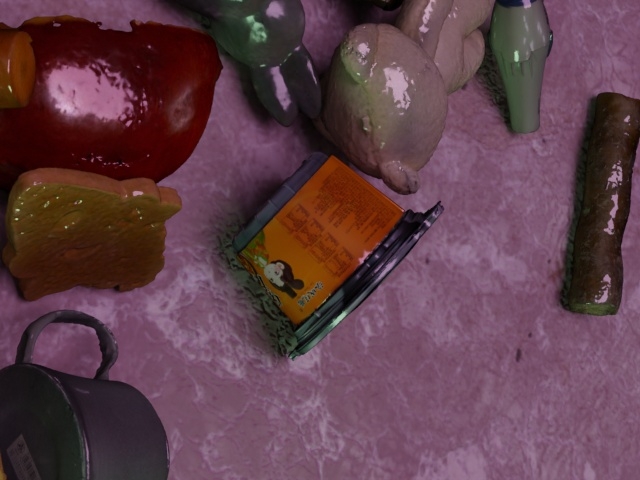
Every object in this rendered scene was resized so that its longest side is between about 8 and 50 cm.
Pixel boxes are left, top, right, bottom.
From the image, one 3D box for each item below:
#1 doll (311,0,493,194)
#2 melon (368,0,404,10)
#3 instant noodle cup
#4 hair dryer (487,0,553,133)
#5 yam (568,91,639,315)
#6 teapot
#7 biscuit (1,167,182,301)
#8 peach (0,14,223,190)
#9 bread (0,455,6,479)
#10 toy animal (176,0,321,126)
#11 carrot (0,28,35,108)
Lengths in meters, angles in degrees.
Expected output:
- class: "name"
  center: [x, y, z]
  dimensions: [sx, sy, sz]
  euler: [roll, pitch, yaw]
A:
- class: "doll"
  center: [0.084, -0.168, 1.823]
  dimensions: [0.278, 0.149, 0.175]
  euler: [-44, 116, -48]
- class: "melon"
  center: [0.043, -0.305, 1.847]
  dimensions: [0.128, 0.079, 0.160]
  euler: [25, 69, -12]
- class: "instant noodle cup"
  center: [0.000, 0.000, 1.712]
  dimensions: [0.125, 0.177, 0.208]
  euler: [43, 99, -2]
- class: "hair dryer"
  center: [0.221, -0.210, 1.980]
  dimensions: [0.199, 0.067, 0.167]
  euler: [-57, 149, -63]
- class: "yam"
  center: [0.309, -0.044, 2.011]
  dimensions: [0.061, 0.061, 0.253]
  euler: [22, 70, -33]
- class: "teapot"
  center: [-0.192, 0.172, 1.552]
  dimensions: [0.149, 0.162, 0.239]
  euler: [2, 66, -45]
- class: "biscuit"
  center: [-0.197, -0.009, 1.556]
  dimensions: [0.162, 0.250, 0.035]
  euler: [-31, 67, 3]
- class: "peach"
  center: [-0.185, -0.110, 1.599]
  dimensions: [0.267, 0.159, 0.154]
  euler: [-1, 89, -39]
- class: "bread"
  center: [-0.311, 0.267, 1.429]
  dimensions: [0.185, 0.114, 0.274]
  euler: [-14, 93, -9]
- class: "toy animal"
  center: [-0.073, -0.225, 1.733]
  dimensions: [0.125, 0.127, 0.251]
  euler: [-54, 129, -42]
- class: "carrot"
  center: [-0.322, -0.144, 1.472]
  dimensions: [0.087, 0.193, 0.087]
  euler: [6, 90, -69]
